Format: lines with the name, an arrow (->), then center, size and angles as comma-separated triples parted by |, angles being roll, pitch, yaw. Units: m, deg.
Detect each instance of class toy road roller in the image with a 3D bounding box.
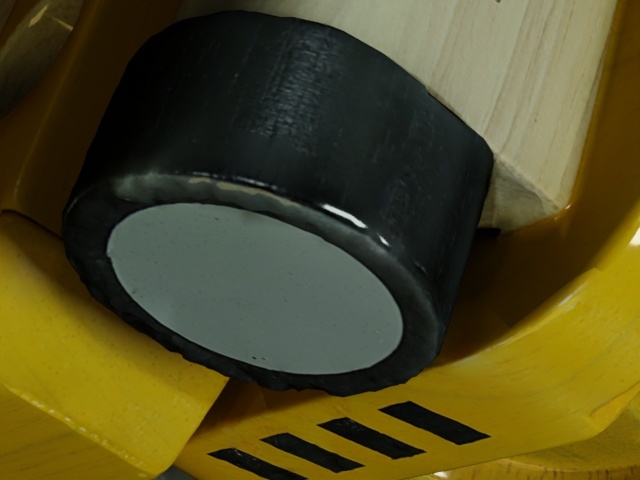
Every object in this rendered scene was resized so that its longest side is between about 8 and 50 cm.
toy road roller -> 0.000, 0.000, 0.540 | 0.240, 0.202, 0.329 | 37, 144, -28
